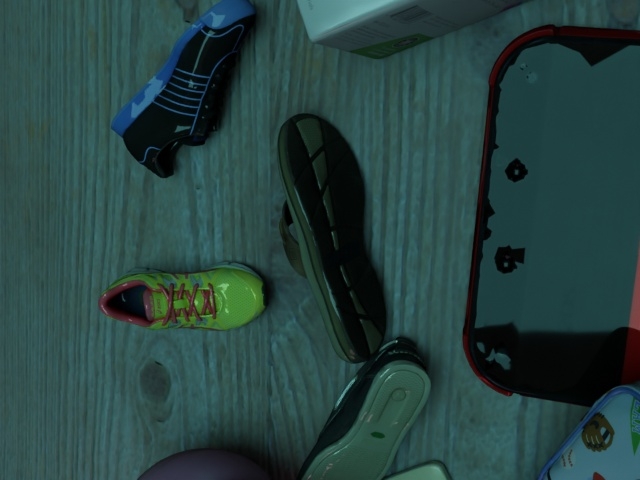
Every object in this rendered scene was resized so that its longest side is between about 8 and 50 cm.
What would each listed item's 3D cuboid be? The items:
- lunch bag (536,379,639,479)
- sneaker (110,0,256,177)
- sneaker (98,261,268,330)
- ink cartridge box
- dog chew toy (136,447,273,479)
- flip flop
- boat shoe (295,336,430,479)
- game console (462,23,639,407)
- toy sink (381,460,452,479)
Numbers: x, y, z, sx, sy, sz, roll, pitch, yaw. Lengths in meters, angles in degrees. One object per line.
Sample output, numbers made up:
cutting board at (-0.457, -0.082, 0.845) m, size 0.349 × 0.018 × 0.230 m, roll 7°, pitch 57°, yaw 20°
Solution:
lunch bag at (0.317, 0.290, 0.962) m, size 0.243 × 0.114 × 0.303 m, roll 49°, pitch 134°, yaw 32°
sneaker at (-0.136, -0.169, 1.145) m, size 0.090 × 0.081 × 0.232 m, roll 49°, pitch 118°, yaw 4°
sneaker at (-0.162, 0.073, 1.181) m, size 0.208 × 0.094 × 0.082 m, roll -4°, pitch 96°, yaw 19°
ink cartridge box at (0.163, -0.289, 0.941) m, size 0.353 × 0.207 × 0.119 m, roll -18°, pitch 88°, yaw 22°
dog chew toy at (-0.090, 0.342, 1.084) m, size 0.331 × 0.206 × 0.207 m, roll 4°, pitch 103°, yaw 59°
flip flop at (0.000, 0.000, 1.112) m, size 0.080 × 0.112 × 0.277 m, roll -10°, pitch 97°, yaw 42°
boat shoe at (0.044, 0.212, 1.143) m, size 0.084 × 0.079 × 0.233 m, roll 24°, pitch 112°, yaw -21°
game console at (0.322, -0.011, 1.016) m, size 0.341 × 0.060 × 0.387 m, roll 7°, pitch 102°, yaw 14°
toy sink at (0.102, 0.386, 1.112) m, size 0.152 × 0.131 × 0.234 m, roll -25°, pitch 89°, yaw 22°
